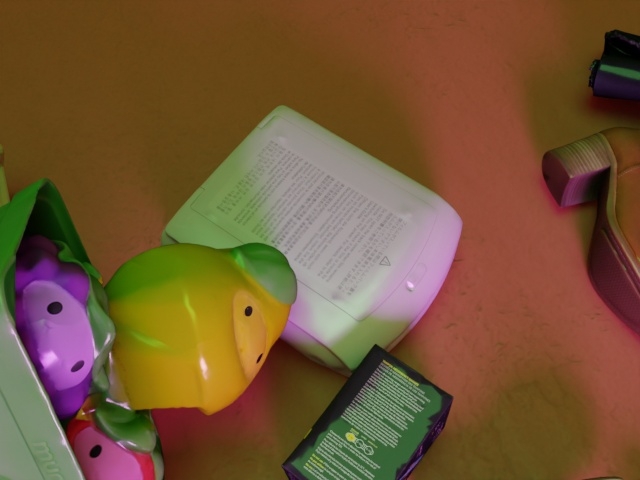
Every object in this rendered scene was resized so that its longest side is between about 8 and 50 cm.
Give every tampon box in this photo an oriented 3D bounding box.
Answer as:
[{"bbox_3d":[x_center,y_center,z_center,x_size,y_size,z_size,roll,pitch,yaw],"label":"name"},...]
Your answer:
[{"bbox_3d":[0.052,0.215,0.808,0.101,0.120,0.161,34,69,19],"label":"tampon box"}]

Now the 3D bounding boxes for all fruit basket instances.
[{"bbox_3d":[-0.185,0.127,0.719,0.392,0.392,0.283,-14,26,-3],"label":"fruit basket"}]

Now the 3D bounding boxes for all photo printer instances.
[{"bbox_3d":[0.000,0.000,0.934,0.307,0.107,0.256,32,69,18],"label":"photo printer"}]

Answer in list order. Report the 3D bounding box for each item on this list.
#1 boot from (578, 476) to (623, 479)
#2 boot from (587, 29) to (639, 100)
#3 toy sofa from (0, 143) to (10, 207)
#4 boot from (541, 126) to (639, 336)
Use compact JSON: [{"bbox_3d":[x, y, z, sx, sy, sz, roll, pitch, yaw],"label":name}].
[{"bbox_3d":[0.232,0.338,0.756,0.213,0.077,0.165,-21,62,-1],"label":"boot"},{"bbox_3d":[0.495,-0.256,1.038,0.207,0.094,0.246,21,50,26],"label":"boot"},{"bbox_3d":[-0.437,0.070,0.925,0.150,0.177,0.362,-8,59,-28],"label":"toy sofa"},{"bbox_3d":[0.425,-0.026,0.932,0.220,0.109,0.283,-14,55,-8],"label":"boot"}]
